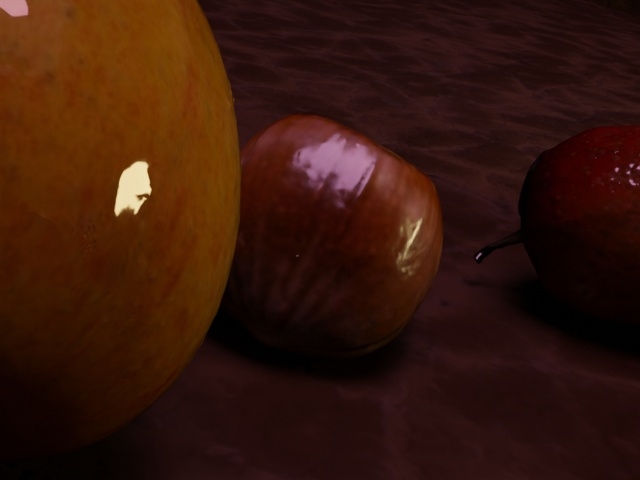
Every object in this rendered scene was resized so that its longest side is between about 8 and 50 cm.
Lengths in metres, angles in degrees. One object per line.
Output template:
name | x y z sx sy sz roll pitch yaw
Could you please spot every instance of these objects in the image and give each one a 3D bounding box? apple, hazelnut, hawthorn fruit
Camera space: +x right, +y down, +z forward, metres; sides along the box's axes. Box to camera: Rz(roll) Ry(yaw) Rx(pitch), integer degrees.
apple | -0.181 -0.033 0.485 0.299 0.299 0.275 2 50 -24
hazelnut | 0.000 0.000 0.695 0.150 0.150 0.150 10 20 -4
hawthorn fruit | 0.210 -0.007 0.828 0.194 0.157 0.157 -7 16 16
